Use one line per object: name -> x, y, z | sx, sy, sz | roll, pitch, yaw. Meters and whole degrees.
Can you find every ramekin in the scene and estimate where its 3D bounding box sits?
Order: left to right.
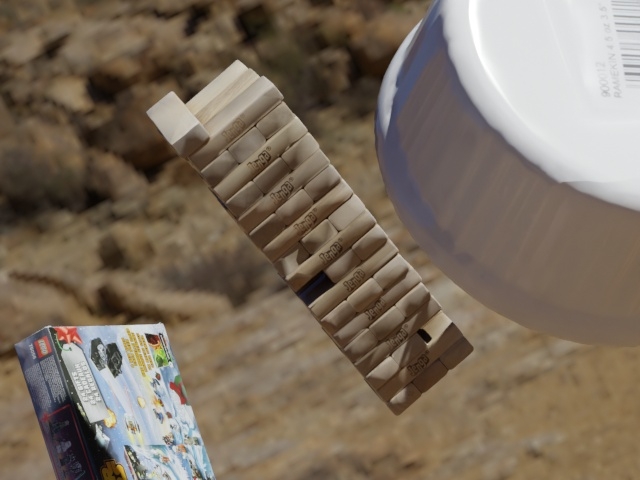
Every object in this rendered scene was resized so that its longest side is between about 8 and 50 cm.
ramekin -> 0.182, -0.086, 1.185 | 0.277, 0.277, 0.135 | -32, -19, -27

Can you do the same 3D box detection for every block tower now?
block tower -> 0.000, 0.000, 1.590 | 0.097, 0.335, 0.091 | -41, 27, -2

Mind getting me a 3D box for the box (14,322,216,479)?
box -> -0.097, 0.110, 0.986 | 0.027, 0.137, 0.094 | -28, -17, 30
